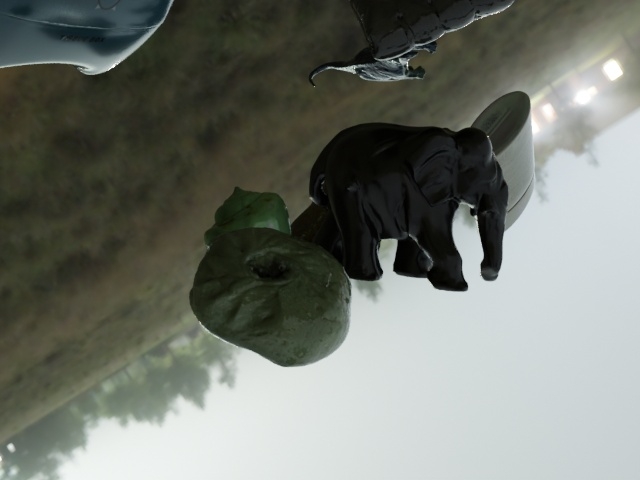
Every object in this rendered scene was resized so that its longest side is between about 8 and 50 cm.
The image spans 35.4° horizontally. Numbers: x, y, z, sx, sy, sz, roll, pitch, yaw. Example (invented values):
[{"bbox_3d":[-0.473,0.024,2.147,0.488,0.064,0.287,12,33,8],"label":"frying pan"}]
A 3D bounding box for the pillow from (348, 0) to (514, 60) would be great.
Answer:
[{"bbox_3d":[0.147,-0.408,1.548,0.228,0.101,0.326,-25,-145,6],"label":"pillow"}]

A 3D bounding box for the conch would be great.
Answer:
[{"bbox_3d":[-0.101,0.039,1.565,0.143,0.251,0.137,0,-155,31],"label":"conch"}]

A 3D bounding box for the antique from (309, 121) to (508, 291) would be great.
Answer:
[{"bbox_3d":[0.134,-0.062,1.571,0.322,0.255,0.185,9,-174,13],"label":"antique"}]

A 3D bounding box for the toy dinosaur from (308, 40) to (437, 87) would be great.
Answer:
[{"bbox_3d":[0.118,-0.338,1.892,0.147,0.076,0.363,-9,-171,-30],"label":"toy dinosaur"}]

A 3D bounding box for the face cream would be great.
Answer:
[{"bbox_3d":[0.344,-0.133,1.903,0.173,0.081,0.348,-50,155,-9],"label":"face cream"}]

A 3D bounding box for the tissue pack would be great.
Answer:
[{"bbox_3d":[-0.288,-0.297,1.056,0.206,0.198,0.287,-43,163,28],"label":"tissue pack"}]

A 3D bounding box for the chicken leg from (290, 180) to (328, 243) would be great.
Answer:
[{"bbox_3d":[-0.007,0.011,1.770,0.140,0.211,0.361,11,121,-26],"label":"chicken leg"}]

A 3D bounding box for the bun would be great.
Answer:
[{"bbox_3d":[-0.055,0.062,1.297,0.221,0.221,0.108,-31,150,-52],"label":"bun"}]
